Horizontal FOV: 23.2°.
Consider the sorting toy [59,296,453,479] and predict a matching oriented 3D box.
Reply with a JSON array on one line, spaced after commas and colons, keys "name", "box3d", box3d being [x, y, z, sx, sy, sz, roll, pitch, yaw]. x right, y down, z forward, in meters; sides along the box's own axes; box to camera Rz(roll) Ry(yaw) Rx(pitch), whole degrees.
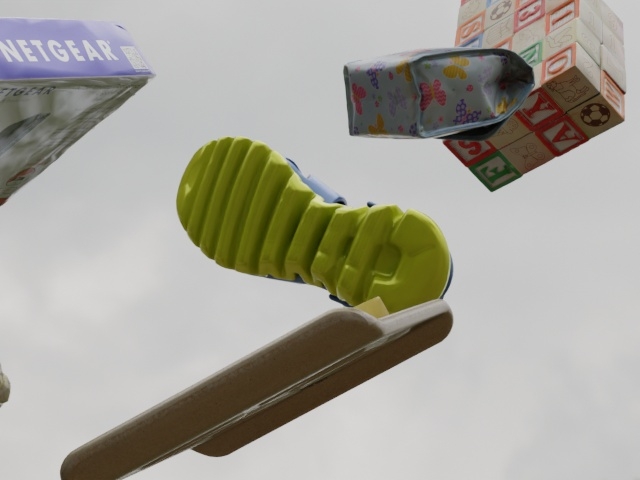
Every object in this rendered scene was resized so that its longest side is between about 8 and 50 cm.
[{"name": "sorting toy", "box3d": [-0.031, 0.080, 0.887, 0.193, 0.038, 0.208, -29, -11, 14]}]

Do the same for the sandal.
[{"name": "sandal", "box3d": [0.000, 0.000, 1.467, 0.317, 0.126, 0.138, 27, 1, 30]}]

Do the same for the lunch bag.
[{"name": "lunch bag", "box3d": [0.066, -0.079, 0.842, 0.071, 0.083, 0.053, 6, -74, 57]}]

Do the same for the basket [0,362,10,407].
[{"name": "basket", "box3d": [-0.420, 0.067, 1.050, 0.331, 0.266, 0.328, -8, -25, -30]}]

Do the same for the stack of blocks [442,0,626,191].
[{"name": "stack of blocks", "box3d": [0.235, -0.209, 1.696, 0.171, 0.297, 0.087, -30, -59, 31]}]

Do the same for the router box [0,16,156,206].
[{"name": "router box", "box3d": [-0.385, -0.125, 1.721, 0.301, 0.335, 0.082, -36, -98, 23]}]
